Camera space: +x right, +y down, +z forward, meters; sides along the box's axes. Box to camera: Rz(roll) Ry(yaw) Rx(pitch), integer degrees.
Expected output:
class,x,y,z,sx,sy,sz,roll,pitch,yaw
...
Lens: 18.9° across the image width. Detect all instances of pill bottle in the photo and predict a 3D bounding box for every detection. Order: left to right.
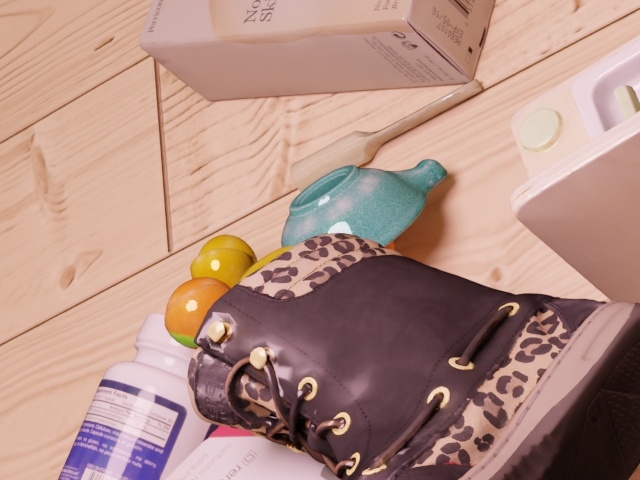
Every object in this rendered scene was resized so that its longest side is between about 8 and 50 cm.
class,x,y,z,sx,sy,sz,roll,pitch,yaw
pill bottle,-0.142,0.162,1.599,0.112,0.112,0.186,10,71,43

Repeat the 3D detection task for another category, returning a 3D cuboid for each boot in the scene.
class,x,y,z,sx,sy,sz,roll,pitch,yaw
boot,0.021,0.140,1.254,0.284,0.138,0.377,21,54,41

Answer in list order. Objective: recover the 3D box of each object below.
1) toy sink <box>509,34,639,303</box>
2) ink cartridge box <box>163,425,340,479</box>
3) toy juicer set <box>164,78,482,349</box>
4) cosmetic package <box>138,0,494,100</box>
class,x,y,z,sx,sy,sz,roll,pitch,yaw
toy sink,0.233,-0.054,1.332,0.153,0.234,0.131,-33,48,21
ink cartridge box,0.031,0.234,1.362,0.226,0.131,0.306,-44,40,-16
toy juicer set,0.000,0.000,1.587,0.209,0.089,0.329,-20,20,44
cosmetic package,0.002,-0.224,1.717,0.309,0.113,0.160,-1,64,38
